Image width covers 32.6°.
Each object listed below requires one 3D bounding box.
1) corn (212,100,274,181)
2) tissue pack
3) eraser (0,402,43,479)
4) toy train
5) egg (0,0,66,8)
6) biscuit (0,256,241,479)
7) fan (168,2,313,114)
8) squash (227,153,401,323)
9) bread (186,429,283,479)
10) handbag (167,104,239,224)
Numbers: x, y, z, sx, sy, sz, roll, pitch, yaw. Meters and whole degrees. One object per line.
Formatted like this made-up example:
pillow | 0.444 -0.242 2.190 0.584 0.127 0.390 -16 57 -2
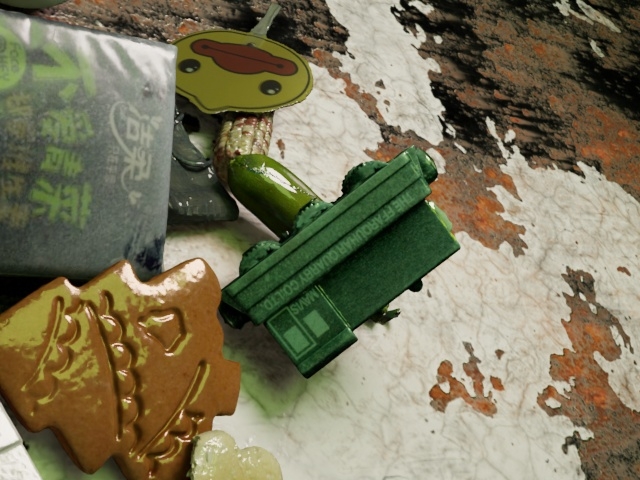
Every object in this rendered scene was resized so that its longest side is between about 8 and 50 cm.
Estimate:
corn | -0.106 -0.174 1.580 0.080 0.079 0.237 27 40 -20
tissue pack | -0.354 -0.103 1.187 0.394 0.124 0.287 5 89 -36
eraser | -0.376 0.183 1.069 0.124 0.068 0.210 -21 73 -49
toy train | 0.030 0.026 1.373 0.178 0.330 0.138 53 -1 -2
egg | -0.397 -0.385 1.449 0.192 0.149 0.149 12 51 -34
biscuit | -0.222 0.137 1.176 0.306 0.043 0.283 15 73 -31
fan | -0.111 -0.273 1.630 0.230 0.011 0.335 17 42 7
squash | 0.000 0.001 1.495 0.331 0.087 0.087 47 39 -18
bread | -0.092 0.334 1.166 0.182 0.039 0.250 34 52 -28
handbag | -0.226 -0.125 1.440 0.175 0.089 0.270 -14 68 -53
